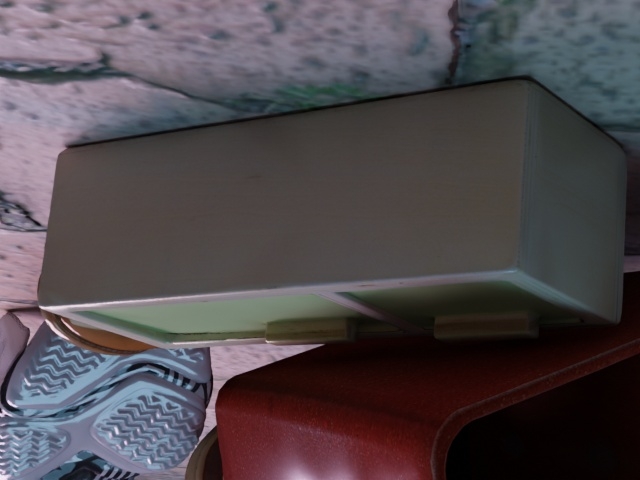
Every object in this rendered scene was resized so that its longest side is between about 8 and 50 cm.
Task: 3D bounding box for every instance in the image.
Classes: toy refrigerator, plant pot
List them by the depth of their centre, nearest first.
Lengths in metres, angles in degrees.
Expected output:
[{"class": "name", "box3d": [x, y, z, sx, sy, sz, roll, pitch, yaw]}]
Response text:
[{"class": "toy refrigerator", "box3d": [0.000, 0.000, 0.748, 0.270, 0.094, 0.102, -6, 161, 34]}, {"class": "plant pot", "box3d": [0.090, 0.156, 0.814, 0.267, 0.267, 0.236, -17, -163, -36]}]

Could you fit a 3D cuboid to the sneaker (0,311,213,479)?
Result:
[{"class": "sneaker", "box3d": [-0.175, 0.102, 1.130, 0.137, 0.210, 0.365, 9, 130, -17]}]

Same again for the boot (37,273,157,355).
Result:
[{"class": "boot", "box3d": [-0.047, 0.023, 0.904, 0.197, 0.073, 0.152, 1, 171, -37]}]

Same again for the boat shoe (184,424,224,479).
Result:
[{"class": "boat shoe", "box3d": [0.064, 0.134, 1.084, 0.342, 0.123, 0.123, -8, 165, -40]}]
